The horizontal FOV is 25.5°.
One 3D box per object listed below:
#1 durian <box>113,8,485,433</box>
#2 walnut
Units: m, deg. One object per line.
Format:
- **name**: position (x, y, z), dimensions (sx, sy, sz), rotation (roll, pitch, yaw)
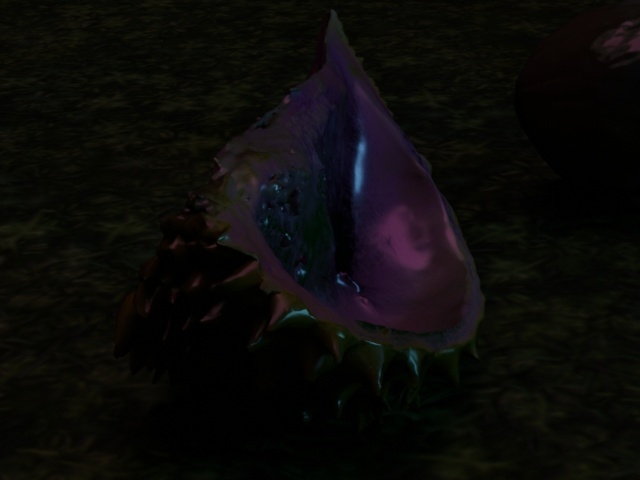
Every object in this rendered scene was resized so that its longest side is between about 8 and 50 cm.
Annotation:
- **durian**: position (0.002, 0.015, 0.703), dimensions (0.186, 0.153, 0.260), rotation (29, 30, 17)
- **walnut**: position (0.209, -0.089, 0.911), dimensions (0.162, 0.140, 0.140), rotation (-13, 22, 4)
